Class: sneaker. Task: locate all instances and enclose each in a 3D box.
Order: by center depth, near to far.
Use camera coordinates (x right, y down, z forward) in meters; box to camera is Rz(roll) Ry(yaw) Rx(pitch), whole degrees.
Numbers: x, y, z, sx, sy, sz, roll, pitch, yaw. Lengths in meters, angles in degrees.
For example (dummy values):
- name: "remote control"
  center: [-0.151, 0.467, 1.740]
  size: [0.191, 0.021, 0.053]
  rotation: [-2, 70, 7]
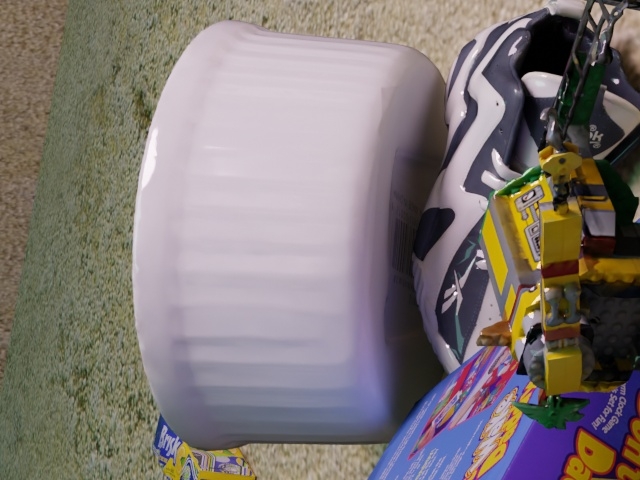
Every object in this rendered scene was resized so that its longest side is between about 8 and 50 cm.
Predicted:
- name: "sneaker"
  center: [0.122, -0.031, 0.868]
  size: [0.153, 0.094, 0.235]
  rotation: [132, 152, -71]

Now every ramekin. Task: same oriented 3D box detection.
- name: "ramekin"
  center: [0.000, 0.000, 0.970]
  size: [0.277, 0.135, 0.277]
  rotation: [3, -90, -72]

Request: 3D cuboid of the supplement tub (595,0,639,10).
- name: "supplement tub"
  center: [0.129, -0.183, 0.577]
  size: [0.193, 0.316, 0.193]
  rotation: [-172, 90, -70]

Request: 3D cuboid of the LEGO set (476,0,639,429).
- name: "LEGO set"
  center: [0.189, -0.026, 0.460]
  size: [0.192, 0.255, 0.331]
  rotation: [-99, 24, -49]

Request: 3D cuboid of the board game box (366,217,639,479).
- name: "board game box"
  center: [0.055, 0.170, 0.711]
  size: [0.347, 0.078, 0.233]
  rotation: [-53, 3, -40]

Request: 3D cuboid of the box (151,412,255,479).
- name: "box"
  center: [-0.116, 0.214, 1.487]
  size: [0.169, 0.059, 0.054]
  rotation: [-138, 60, -66]
